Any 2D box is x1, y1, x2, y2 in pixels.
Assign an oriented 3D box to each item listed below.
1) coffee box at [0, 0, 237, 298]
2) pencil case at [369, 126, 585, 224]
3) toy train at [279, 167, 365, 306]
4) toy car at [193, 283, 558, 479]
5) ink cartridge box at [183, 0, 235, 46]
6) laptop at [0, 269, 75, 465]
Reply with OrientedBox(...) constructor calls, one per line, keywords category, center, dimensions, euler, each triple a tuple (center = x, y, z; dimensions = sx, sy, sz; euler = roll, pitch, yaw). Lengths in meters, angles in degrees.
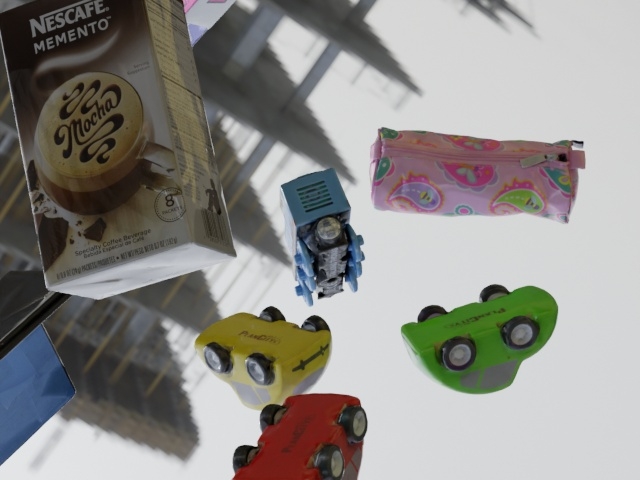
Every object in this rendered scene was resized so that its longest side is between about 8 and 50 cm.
OrientedBox(category="coffee box", center=(-0.209, -0.107, 1.407), dimensions=(0.119, 0.168, 0.297), euler=(23, -129, -69))
OrientedBox(category="pencil case", center=(0.208, -0.089, 1.844), dimensions=(0.284, 0.124, 0.124), euler=(4, -162, 7))
OrientedBox(category="toy train", center=(0.000, 0.000, 1.503), dimensions=(0.184, 0.080, 0.105), euler=(91, 161, -68))
OrientedBox(category="toy car", center=(0.043, 0.086, 0.852), dimensions=(0.239, 0.225, 0.053), euler=(-121, 16, -67))
OrientedBox(category="ink cartridge box", center=(-0.125, -0.391, 1.665), dimensions=(0.069, 0.371, 0.175), euler=(-8, -106, -31))
OrientedBox(category="laptop", center=(-0.429, 0.244, 1.688), dimensions=(0.236, 0.382, 0.408), euler=(54, 153, -19))
